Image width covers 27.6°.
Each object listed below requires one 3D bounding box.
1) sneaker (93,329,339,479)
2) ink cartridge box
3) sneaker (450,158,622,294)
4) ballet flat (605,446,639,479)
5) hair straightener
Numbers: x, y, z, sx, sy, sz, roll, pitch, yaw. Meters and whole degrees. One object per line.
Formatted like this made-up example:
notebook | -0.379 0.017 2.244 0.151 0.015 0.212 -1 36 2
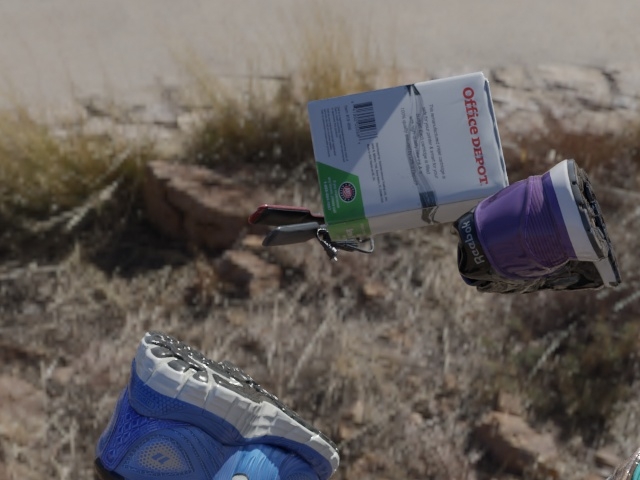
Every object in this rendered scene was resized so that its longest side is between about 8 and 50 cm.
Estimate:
sneaker | -0.097 0.187 1.141 0.129 0.330 0.147 35 88 31
ink cartridge box | 0.100 -0.094 1.491 0.208 0.087 0.153 -9 75 3
sneaker | 0.180 -0.002 1.122 0.124 0.283 0.107 -19 76 15
ballet flat | 0.346 0.331 1.509 0.106 0.108 0.316 -26 11 44
hair straightener | 0.000 0.000 1.825 0.230 0.047 0.089 7 46 -51
